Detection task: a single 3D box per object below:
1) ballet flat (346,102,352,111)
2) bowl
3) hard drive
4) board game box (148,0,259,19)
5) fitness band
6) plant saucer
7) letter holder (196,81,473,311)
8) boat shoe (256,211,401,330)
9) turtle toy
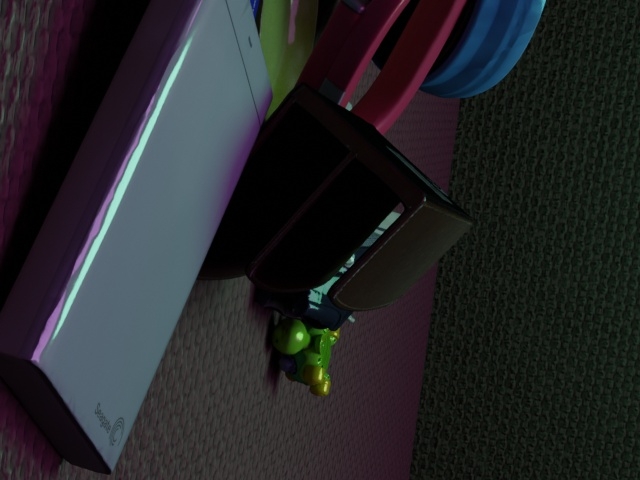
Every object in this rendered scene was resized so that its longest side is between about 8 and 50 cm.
[{"bbox_3d":[0.024,-0.123,1.917,0.206,0.067,0.073,84,19,-50],"label":"ballet flat"},{"bbox_3d":[0.132,-0.355,1.767,0.391,0.077,0.391,178,-90,-66],"label":"bowl"},{"bbox_3d":[-0.129,-0.025,1.180,0.233,0.047,0.353,77,32,-62],"label":"hard drive"},{"bbox_3d":[-0.093,-0.244,1.312,0.210,0.047,0.160,58,42,-70],"label":"board game box"},{"bbox_3d":[0.059,-0.189,1.596,0.209,0.054,0.291,-29,155,-54],"label":"fitness band"},{"bbox_3d":[-0.046,-0.226,1.583,0.241,0.037,0.241,8,90,-79],"label":"plant saucer"},{"bbox_3d":[0.000,0.000,1.474,0.214,0.152,0.302,-48,168,7],"label":"letter holder"},{"bbox_3d":[0.025,0.031,1.870,0.340,0.127,0.158,20,83,-61],"label":"boat shoe"},{"bbox_3d":[-0.020,0.128,1.884,0.130,0.066,0.095,68,31,-67],"label":"turtle toy"}]
